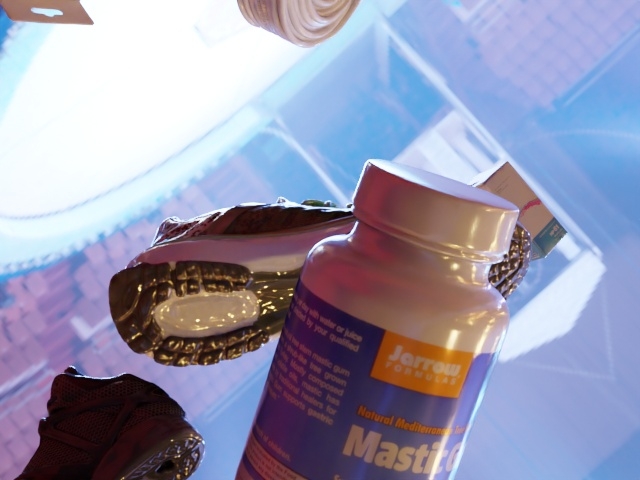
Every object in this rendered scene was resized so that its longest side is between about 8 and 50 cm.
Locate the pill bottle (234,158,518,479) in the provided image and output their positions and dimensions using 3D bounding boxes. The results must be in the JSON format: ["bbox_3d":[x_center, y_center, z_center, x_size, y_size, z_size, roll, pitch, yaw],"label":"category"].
[{"bbox_3d":[0.044,0.087,0.776,0.152,0.152,0.272,-30,139,-75],"label":"pill bottle"}]

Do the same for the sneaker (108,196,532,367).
[{"bbox_3d":[0.000,0.000,1.088,0.410,0.158,0.182,-5,-144,0],"label":"sneaker"}]

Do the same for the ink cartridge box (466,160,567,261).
[{"bbox_3d":[0.240,-0.033,1.388,0.052,0.122,0.088,-45,-173,-21],"label":"ink cartridge box"}]

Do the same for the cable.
[{"bbox_3d":[-0.008,-0.350,1.236,0.257,0.089,0.257,-48,153,-44],"label":"cable"}]

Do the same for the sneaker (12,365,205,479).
[{"bbox_3d":[-0.217,0.193,0.908,0.227,0.130,0.087,-37,137,-7],"label":"sneaker"}]

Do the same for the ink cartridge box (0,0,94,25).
[{"bbox_3d":[-0.297,-0.302,1.109,0.104,0.181,0.061,-8,146,-46],"label":"ink cartridge box"}]
